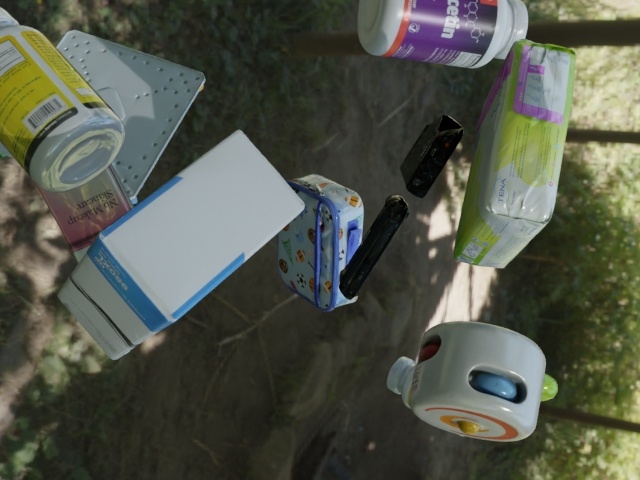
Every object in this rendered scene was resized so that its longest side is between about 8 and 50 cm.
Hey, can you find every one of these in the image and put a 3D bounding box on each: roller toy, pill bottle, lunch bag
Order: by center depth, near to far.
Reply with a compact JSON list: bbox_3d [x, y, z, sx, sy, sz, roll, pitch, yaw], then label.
[{"bbox_3d":[0.233,0.220,1.203,0.191,0.209,0.146,44,54,-45],"label":"roller toy"},{"bbox_3d":[-0.523,-0.261,1.436,0.188,0.334,0.188,-40,167,-11],"label":"pill bottle"},{"bbox_3d":[0.225,0.298,1.559,0.103,0.184,0.103,-32,134,-41],"label":"pill bottle"},{"bbox_3d":[0.249,-0.451,1.617,0.181,0.323,0.181,-178,-90,-71],"label":"pill bottle"},{"bbox_3d":[0.000,0.000,1.845,0.115,0.243,0.303,-16,120,-31],"label":"lunch bag"}]

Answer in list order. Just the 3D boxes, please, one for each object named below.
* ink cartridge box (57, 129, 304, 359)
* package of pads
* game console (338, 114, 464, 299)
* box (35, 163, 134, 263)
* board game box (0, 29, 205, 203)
[{"bbox_3d":[-0.244,0.023,1.300,0.166,0.395,0.285,50,59,-5],"label":"ink cartridge box"},{"bbox_3d":[0.292,-0.126,1.202,0.229,0.101,0.296,100,4,-71],"label":"package of pads"},{"bbox_3d":[0.134,-0.060,1.403,0.361,0.044,0.213,-58,-175,14],"label":"game console"},{"bbox_3d":[-0.496,-0.083,1.712,0.232,0.149,0.127,64,-5,-10],"label":"box"},{"bbox_3d":[-0.532,-0.305,1.933,0.050,0.390,0.389,89,23,-63],"label":"board game box"}]
